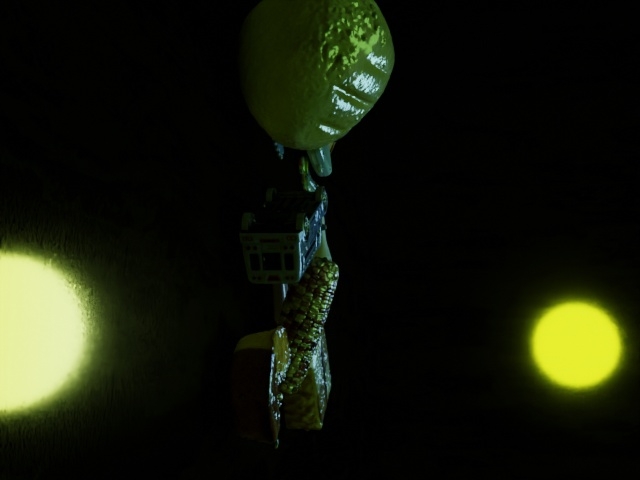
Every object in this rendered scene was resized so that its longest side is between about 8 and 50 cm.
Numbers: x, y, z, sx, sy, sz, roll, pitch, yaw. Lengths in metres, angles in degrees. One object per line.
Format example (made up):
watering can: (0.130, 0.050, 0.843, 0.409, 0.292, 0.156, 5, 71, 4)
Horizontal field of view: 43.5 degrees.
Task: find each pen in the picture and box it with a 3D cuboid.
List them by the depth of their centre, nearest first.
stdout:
pen: (-0.084, 0.120, 1.706, 0.053, 0.032, 0.197, -32, 119, -79)

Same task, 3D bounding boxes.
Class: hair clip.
hair clip: (-0.029, -0.158, 2.059, 0.188, 0.033, 0.060, 64, 24, -54)

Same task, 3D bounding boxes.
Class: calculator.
calculator: (-0.009, -0.278, 2.064, 0.141, 0.045, 0.246, 62, 19, -61)

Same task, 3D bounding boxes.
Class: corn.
corn: (-0.038, 0.171, 1.645, 0.098, 0.098, 0.290, -9, 115, -80)

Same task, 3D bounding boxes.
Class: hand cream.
hand cream: (0.000, 0.000, 2.159, 0.121, 0.076, 0.336, 84, 3, -54)

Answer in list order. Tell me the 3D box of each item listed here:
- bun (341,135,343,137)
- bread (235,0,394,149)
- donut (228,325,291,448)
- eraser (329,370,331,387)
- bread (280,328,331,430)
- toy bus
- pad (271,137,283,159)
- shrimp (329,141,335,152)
bun: (0.001, -0.342, 1.874, 0.239, 0.141, 0.239, -170, -90, -68)
bread: (-0.003, -0.315, 1.454, 0.237, 0.320, 0.320, 59, 4, 13)
donut: (-0.108, 0.232, 1.397, 0.217, 0.085, 0.141, -79, 164, -55)
eraser: (0.008, 0.405, 2.209, 0.122, 0.029, 0.052, -60, 147, -71)
bread: (-0.034, 0.301, 1.798, 0.181, 0.096, 0.222, -71, 158, -57)
toy bus: (-0.064, -0.017, 1.571, 0.292, 0.125, 0.133, -61, 149, -69)
pad: (-0.101, -0.354, 1.735, 0.269, 0.012, 0.270, 73, 19, -58)
shrimp: (0.016, -0.387, 2.287, 0.178, 0.075, 0.289, -47, 148, -73)
